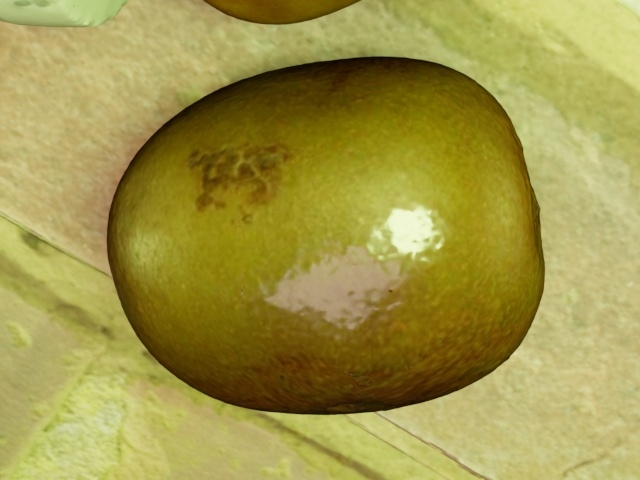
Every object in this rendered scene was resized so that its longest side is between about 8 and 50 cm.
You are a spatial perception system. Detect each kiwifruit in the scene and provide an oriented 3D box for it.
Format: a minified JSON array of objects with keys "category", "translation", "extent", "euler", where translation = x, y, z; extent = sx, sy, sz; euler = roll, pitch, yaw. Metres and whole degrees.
[{"category":"kiwifruit","translation":[0.000,0.000,0.752],"extent":[0.234,0.196,0.196],"euler":[-3,123,11]}]

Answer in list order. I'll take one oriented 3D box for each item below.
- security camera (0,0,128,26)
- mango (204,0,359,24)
[{"category":"security camera","translation":[-0.200,-0.205,0.664],"extent":[0.236,0.194,0.194],"euler":[9,126,12]},{"category":"mango","translation":[0.000,-0.169,0.701],"extent":[0.163,0.089,0.111],"euler":[-24,131,16]}]
